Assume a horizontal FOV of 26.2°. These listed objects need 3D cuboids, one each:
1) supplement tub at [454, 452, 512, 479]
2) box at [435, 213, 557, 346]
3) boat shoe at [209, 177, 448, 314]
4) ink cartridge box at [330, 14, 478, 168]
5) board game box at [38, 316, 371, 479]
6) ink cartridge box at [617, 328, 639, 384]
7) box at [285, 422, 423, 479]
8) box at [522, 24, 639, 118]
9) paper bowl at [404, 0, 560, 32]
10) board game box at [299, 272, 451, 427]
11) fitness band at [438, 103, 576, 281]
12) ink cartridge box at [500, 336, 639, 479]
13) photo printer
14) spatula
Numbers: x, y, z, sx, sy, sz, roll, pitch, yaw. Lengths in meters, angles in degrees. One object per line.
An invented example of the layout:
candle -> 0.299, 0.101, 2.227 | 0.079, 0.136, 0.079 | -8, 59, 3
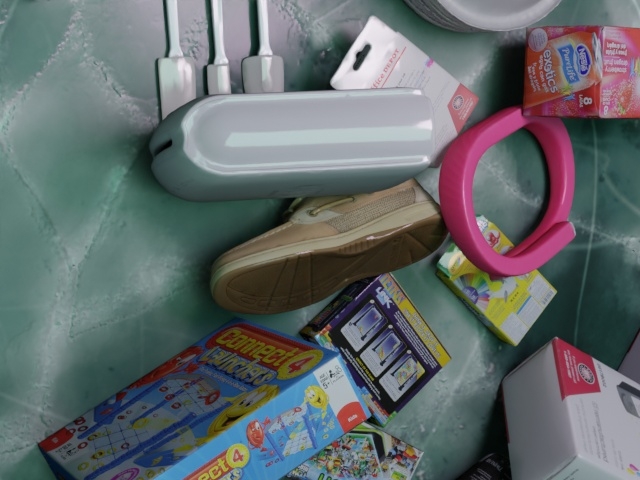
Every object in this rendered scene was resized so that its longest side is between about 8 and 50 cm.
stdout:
supplement tub -> 0.202, 0.391, 1.898 | 0.190, 0.117, 0.117 | -34, 110, -18
box -> 0.238, 0.052, 1.917 | 0.179, 0.043, 0.105 | 45, 76, -26
boat shoe -> 0.000, 0.000, 1.760 | 0.341, 0.110, 0.121 | -15, 146, -29
ink cartridge box -> 0.097, -0.195, 1.801 | 0.198, 0.067, 0.115 | 36, 80, -27
board game box -> -0.143, 0.221, 1.598 | 0.302, 0.308, 0.086 | -33, 108, -20
ink cartridge box -> 0.541, 0.211, 2.070 | 0.175, 0.072, 0.127 | 34, 80, -25
box -> 0.029, 0.291, 1.844 | 0.207, 0.036, 0.114 | 29, 83, -27
box -> 0.401, -0.227, 1.876 | 0.257, 0.128, 0.122 | -6, 99, -45
paper bowl -> 0.228, -0.414, 1.797 | 0.284, 0.148, 0.284 | -4, 98, -28
board game box -> 0.075, 0.140, 1.843 | 0.141, 0.048, 0.170 | -43, 112, -18
fitness band -> 0.261, -0.067, 1.850 | 0.291, 0.054, 0.209 | -32, 110, -44
ink cartridge box -> 0.411, 0.303, 1.913 | 0.306, 0.226, 0.131 | 27, 125, -22
photo printer -> -0.045, -0.109, 1.617 | 0.307, 0.256, 0.107 | -3, 86, -13
spatula -> -0.125, -0.267, 1.712 | 0.168, 0.019, 0.242 | -5, 98, -20
